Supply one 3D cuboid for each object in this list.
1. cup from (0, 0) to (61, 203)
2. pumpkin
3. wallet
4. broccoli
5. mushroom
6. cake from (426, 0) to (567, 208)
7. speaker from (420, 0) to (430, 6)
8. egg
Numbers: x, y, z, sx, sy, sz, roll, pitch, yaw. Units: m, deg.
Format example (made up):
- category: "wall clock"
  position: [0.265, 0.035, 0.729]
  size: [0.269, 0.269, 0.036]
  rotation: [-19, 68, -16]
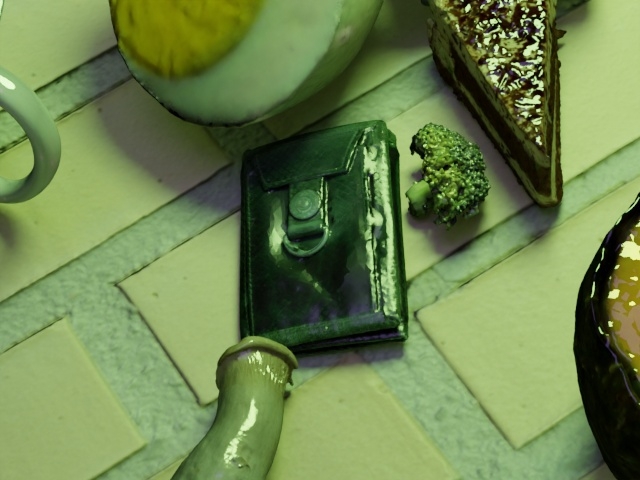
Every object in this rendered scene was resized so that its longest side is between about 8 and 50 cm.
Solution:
- category: "cup"
  position: [-0.410, -0.151, 1.861]
  size: [0.357, 0.274, 0.259]
  rotation: [34, 58, 2]
- category: "pumpkin"
  position: [0.331, 0.095, 1.557]
  size: [0.256, 0.225, 0.303]
  rotation: [8, 57, 15]
- category: "wallet"
  position: [-0.001, -0.001, 1.807]
  size: [0.160, 0.055, 0.236]
  rotation: [-10, 54, 13]
- category: "broccoli"
  position: [0.113, -0.062, 1.811]
  size: [0.092, 0.095, 0.097]
  rotation: [-33, 90, 12]
- category: "mushroom"
  position: [-0.078, 0.183, 1.673]
  size: [0.081, 0.092, 0.223]
  rotation: [31, 61, -20]
- category: "cake"
  position: [0.163, -0.144, 1.837]
  size: [0.135, 0.112, 0.246]
  rotation: [-3, 58, 13]
- category: "speaker"
  position: [0.154, -0.428, 1.986]
  size: [0.184, 0.183, 0.406]
  rotation: [-15, 49, 8]
- category: "egg"
  position: [-0.044, -0.271, 1.902]
  size: [0.337, 0.201, 0.337]
  rotation: [-1, 88, 37]
